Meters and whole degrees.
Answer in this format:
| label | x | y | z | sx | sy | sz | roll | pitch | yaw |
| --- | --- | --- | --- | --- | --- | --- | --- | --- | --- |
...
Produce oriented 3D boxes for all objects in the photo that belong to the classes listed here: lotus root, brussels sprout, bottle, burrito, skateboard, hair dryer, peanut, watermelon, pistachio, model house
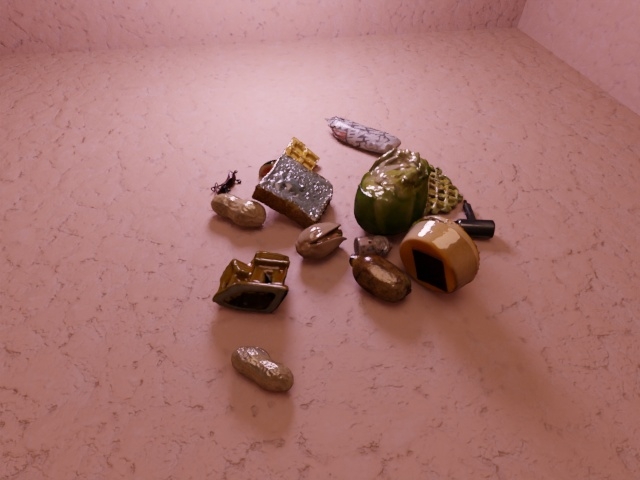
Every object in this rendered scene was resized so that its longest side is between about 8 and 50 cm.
| label | x | y | z | sx | sy | sz | roll | pitch | yaw |
| --- | --- | --- | --- | --- | --- | --- | --- | --- | --- |
| lotus root | 0.210 | 0.127 | 1.488 | 0.260 | 0.129 | 0.145 | 35 | 41 | 21 |
| brussels sprout | 0.288 | -0.188 | 1.665 | 0.275 | 0.315 | 0.371 | 20 | 63 | 30 |
| bottle | 0.214 | 0.025 | 1.608 | 0.152 | 0.099 | 0.099 | -3 | 47 | -9 |
| burrito | 0.201 | -0.555 | 2.142 | 0.445 | 0.101 | 0.139 | 24 | 56 | 17 |
| skateboard | -0.439 | -0.263 | 1.880 | 0.080 | 0.067 | 0.151 | 15 | 51 | 24 |
| hair dryer | 0.624 | -0.105 | 1.769 | 0.195 | 0.078 | 0.248 | 4 | 37 | 3 |
| peanut | -0.177 | 0.395 | 1.254 | 0.214 | 0.090 | 0.098 | 27 | 22 | 20 |
| watermelon | -0.219 | -0.337 | 1.954 | 0.135 | 0.125 | 0.094 | -19 | 78 | -42 |
| pistachio | 0.000 | 0.000 | 1.600 | 0.215 | 0.144 | 0.144 | -20 | 50 | -31 |
| model house | -0.228 | 0.121 | 1.447 | 0.267 | 0.173 | 0.239 | 8 | 48 | 2 |
| peanut | -0.350 | -0.128 | 1.714 | 0.256 | 0.124 | 0.124 | 18 | 49 | 14 |

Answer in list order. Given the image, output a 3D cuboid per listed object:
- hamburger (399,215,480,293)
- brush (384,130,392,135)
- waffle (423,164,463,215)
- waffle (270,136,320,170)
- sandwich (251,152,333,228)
| label | x | y | z | sx | sy | sz | roll | pitch | yaw |
| --- | --- | --- | --- | --- | --- | --- | --- | --- | --- |
| hamburger | 0.426 | 0.044 | 1.463 | 0.176 | 0.300 | 0.300 | -37 | 58 | -23 |
| brush | 0.378 | -0.571 | 2.218 | 0.013 | 0.016 | 0.083 | -42 | 59 | -18 |
| waffle | 0.486 | -0.239 | 1.874 | 0.297 | 0.073 | 0.317 | -21 | 51 | -20 |
| waffle | -0.119 | -0.359 | 1.928 | 0.168 | 0.057 | 0.274 | 36 | 49 | -12 |
| sandwich | -0.101 | -0.212 | 1.743 | 0.301 | 0.099 | 0.271 | 31 | 55 | -5 |
